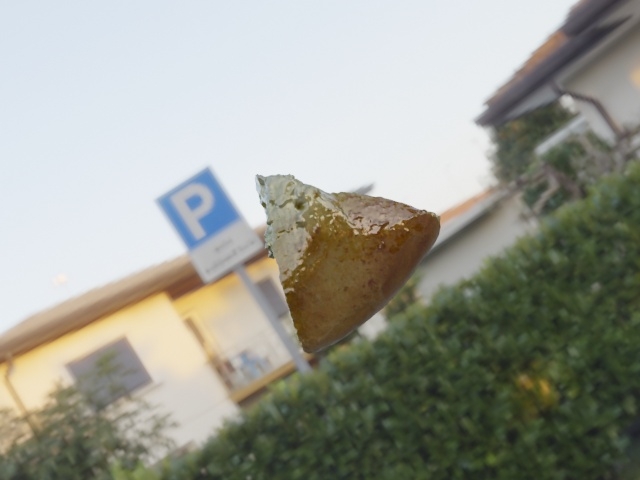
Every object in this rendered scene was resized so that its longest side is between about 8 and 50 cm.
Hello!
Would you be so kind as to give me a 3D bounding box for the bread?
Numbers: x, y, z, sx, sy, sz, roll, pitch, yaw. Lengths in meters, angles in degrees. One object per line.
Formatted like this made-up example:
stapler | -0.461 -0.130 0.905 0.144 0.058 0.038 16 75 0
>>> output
bread | 0.007 0.024 0.866 0.054 0.154 0.135 15 -91 -85
